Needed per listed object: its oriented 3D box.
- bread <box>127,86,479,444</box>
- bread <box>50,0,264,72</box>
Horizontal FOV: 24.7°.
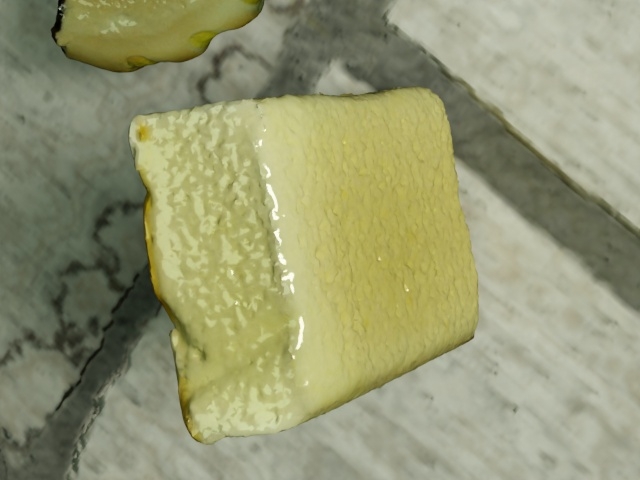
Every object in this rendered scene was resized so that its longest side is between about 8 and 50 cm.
[{"bbox_3d":[-0.001,0.000,0.603,0.068,0.188,0.125,-9,94,27],"label":"bread"},{"bbox_3d":[-0.053,-0.145,0.660,0.094,0.083,0.157,21,109,18],"label":"bread"}]
